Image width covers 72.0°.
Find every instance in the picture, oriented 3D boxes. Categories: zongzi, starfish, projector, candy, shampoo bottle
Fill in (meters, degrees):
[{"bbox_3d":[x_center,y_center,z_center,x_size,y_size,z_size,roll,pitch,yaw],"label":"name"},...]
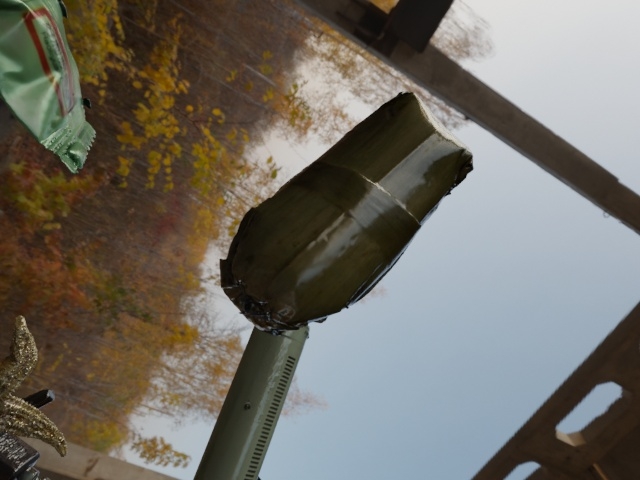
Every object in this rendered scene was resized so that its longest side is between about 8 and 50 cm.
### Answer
[{"bbox_3d":[0.000,0.000,0.476,0.251,0.125,0.274,-42,-179,-21],"label":"zongzi"},{"bbox_3d":[-0.647,0.327,0.782,0.084,0.294,0.301,0,-75,41],"label":"starfish"},{"bbox_3d":[-0.121,0.300,0.796,0.108,0.108,0.337,-27,-141,64],"label":"projector"},{"bbox_3d":[-0.560,-0.333,0.824,0.172,0.397,0.262,-16,-146,7],"label":"candy"},{"bbox_3d":[-0.791,0.518,1.079,0.071,0.310,0.098,-55,179,4],"label":"shampoo bottle"}]

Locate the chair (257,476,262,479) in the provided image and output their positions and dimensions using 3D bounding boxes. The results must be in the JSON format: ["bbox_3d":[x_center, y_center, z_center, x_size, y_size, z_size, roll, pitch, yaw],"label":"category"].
[{"bbox_3d":[-0.122,0.471,0.764,0.106,0.229,0.113,-35,144,-25],"label":"chair"}]

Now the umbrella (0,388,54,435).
[{"bbox_3d":[-0.711,0.407,0.970,0.251,0.052,0.053,-29,-141,-8],"label":"umbrella"}]
